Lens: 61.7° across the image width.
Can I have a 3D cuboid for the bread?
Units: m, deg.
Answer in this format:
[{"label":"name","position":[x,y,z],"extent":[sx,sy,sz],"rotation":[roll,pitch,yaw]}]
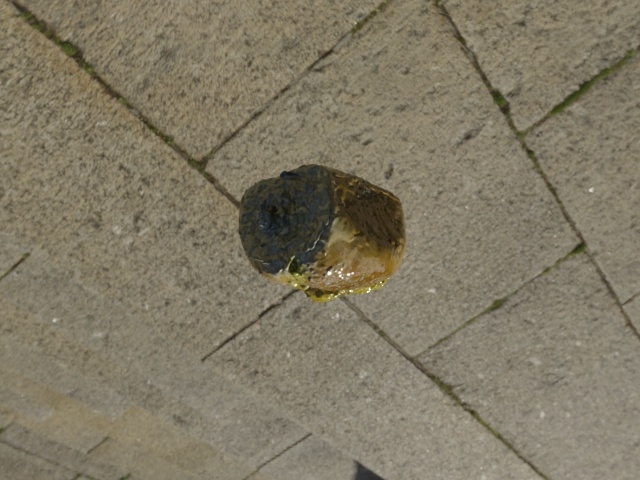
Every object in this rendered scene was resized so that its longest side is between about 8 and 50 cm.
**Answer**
[{"label":"bread","position":[0.000,0.000,0.803],"extent":[0.195,0.176,0.246],"rotation":[-16,159,37]}]
